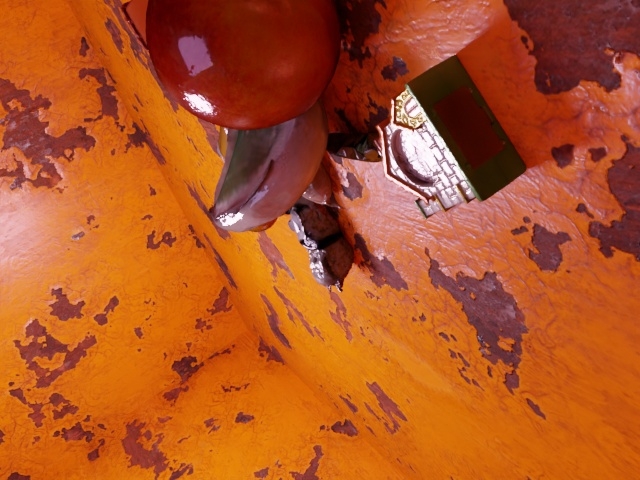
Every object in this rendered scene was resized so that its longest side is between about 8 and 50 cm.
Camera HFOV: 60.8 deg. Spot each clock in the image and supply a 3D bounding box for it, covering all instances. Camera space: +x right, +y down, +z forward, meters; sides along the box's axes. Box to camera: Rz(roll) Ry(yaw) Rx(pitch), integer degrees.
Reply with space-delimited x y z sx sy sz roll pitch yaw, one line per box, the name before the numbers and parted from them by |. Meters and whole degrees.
clock | 0.195 -0.157 0.964 0.219 0.106 0.255 57 161 -2

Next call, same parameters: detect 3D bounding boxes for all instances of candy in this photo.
candy | -0.112 -0.197 1.306 0.186 0.386 0.427 21 170 -25

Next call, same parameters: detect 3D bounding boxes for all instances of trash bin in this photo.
trash bin | -0.475 -0.675 1.636 0.239 0.161 0.184 2 124 62

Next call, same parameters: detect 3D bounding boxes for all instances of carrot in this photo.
carrot | 0.081 -0.211 1.215 0.229 0.069 0.069 22 141 59

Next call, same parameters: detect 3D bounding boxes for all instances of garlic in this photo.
garlic | -0.017 -0.164 1.481 0.129 0.090 0.198 -5 113 54

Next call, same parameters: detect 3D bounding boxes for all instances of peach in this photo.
peach | -0.151 -0.385 1.043 0.388 0.388 0.388 46 158 25

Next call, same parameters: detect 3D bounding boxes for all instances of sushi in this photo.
sushi | 0.000 0.000 1.623 0.332 0.130 0.124 62 159 -14

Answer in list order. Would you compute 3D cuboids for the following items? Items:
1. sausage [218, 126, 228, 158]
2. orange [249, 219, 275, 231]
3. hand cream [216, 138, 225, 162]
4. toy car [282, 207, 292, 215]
sausage | -0.270 -0.341 1.744 0.112 0.112 0.328 55 163 3
orange | -0.250 -0.135 1.927 0.240 0.171 0.240 48 160 24
hand cream | -0.374 -0.348 2.087 0.067 0.043 0.210 59 166 -1
toy car | -0.192 -0.160 1.676 0.204 0.198 0.247 43 142 24
